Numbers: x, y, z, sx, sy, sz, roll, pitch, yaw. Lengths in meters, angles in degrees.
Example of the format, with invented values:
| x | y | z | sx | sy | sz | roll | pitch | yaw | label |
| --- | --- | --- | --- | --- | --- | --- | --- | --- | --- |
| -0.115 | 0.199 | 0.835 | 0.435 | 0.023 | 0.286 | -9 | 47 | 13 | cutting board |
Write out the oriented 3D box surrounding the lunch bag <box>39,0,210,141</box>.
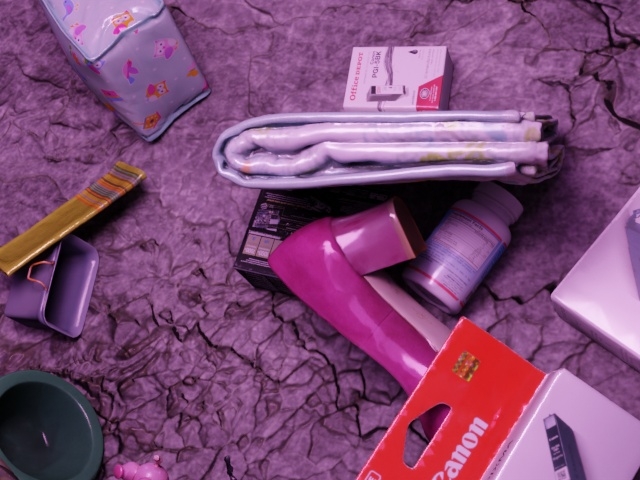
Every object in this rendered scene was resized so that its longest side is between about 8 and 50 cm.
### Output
| x | y | z | sx | sy | sz | roll | pitch | yaw | label |
| --- | --- | --- | --- | --- | --- | --- | --- | --- | --- |
| -0.304 | -0.307 | 1.571 | 0.160 | 0.223 | 0.262 | -40 | 60 | -8 | lunch bag |

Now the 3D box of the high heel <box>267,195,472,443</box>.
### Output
| x | y | z | sx | sy | sz | roll | pitch | yaw | label |
| --- | --- | --- | --- | --- | --- | --- | --- | --- | --- |
| 0.080 | 0.145 | 1.288 | 0.181 | 0.127 | 0.377 | -23 | 83 | 22 | high heel |

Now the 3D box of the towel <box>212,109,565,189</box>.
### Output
| x | y | z | sx | sy | sz | roll | pitch | yaw | label |
| --- | --- | --- | --- | --- | --- | --- | --- | --- | --- |
| 0.099 | -0.110 | 1.313 | 0.375 | 0.320 | 0.090 | 2 | 95 | 17 | towel |

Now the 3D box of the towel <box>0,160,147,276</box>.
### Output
| x | y | z | sx | sy | sz | roll | pitch | yaw | label |
| --- | --- | --- | --- | --- | --- | --- | --- | --- | --- |
| -0.354 | -0.034 | 1.519 | 0.237 | 0.021 | 0.102 | -38 | 24 | -19 | towel |

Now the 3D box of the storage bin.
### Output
| x | y | z | sx | sy | sz | roll | pitch | yaw | label |
| --- | --- | --- | --- | --- | --- | --- | --- | --- | --- |
| -0.384 | 0.062 | 1.516 | 0.091 | 0.098 | 0.135 | -3 | 66 | 28 | storage bin |

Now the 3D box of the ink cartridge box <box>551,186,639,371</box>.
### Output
| x | y | z | sx | sy | sz | roll | pitch | yaw | label |
| --- | --- | --- | --- | --- | --- | --- | --- | --- | --- |
| 0.464 | 0.036 | 1.265 | 0.261 | 0.066 | 0.296 | 37 | 83 | 28 | ink cartridge box |

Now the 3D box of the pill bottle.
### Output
| x | y | z | sx | sy | sz | roll | pitch | yaw | label |
| --- | --- | --- | --- | --- | --- | --- | --- | --- | --- |
| 0.180 | 0.006 | 1.356 | 0.087 | 0.087 | 0.160 | 33 | 80 | 27 | pill bottle |

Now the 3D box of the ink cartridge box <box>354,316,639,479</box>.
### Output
| x | y | z | sx | sy | sz | roll | pitch | yaw | label |
| --- | --- | --- | --- | --- | --- | --- | --- | --- | --- |
| 0.185 | 0.251 | 1.155 | 0.239 | 0.060 | 0.275 | 35 | 78 | 1 | ink cartridge box |

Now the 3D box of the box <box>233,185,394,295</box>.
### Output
| x | y | z | sx | sy | sz | roll | pitch | yaw | label |
| --- | --- | --- | --- | --- | --- | --- | --- | --- | --- |
| 0.000 | 0.000 | 1.421 | 0.180 | 0.077 | 0.147 | 11 | 72 | 22 | box |

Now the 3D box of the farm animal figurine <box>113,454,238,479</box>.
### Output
| x | y | z | sx | sy | sz | roll | pitch | yaw | label |
| --- | --- | --- | --- | --- | --- | --- | --- | --- | --- |
| -0.185 | 0.414 | 1.238 | 0.330 | 0.172 | 0.326 | -13 | 69 | 45 | farm animal figurine |

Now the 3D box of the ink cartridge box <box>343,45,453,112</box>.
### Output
| x | y | z | sx | sy | sz | roll | pitch | yaw | label |
| --- | --- | --- | --- | --- | --- | --- | --- | --- | --- |
| 0.107 | -0.211 | 1.491 | 0.135 | 0.056 | 0.099 | 2 | 69 | 18 | ink cartridge box |

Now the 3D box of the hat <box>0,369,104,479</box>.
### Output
| x | y | z | sx | sy | sz | roll | pitch | yaw | label |
| --- | --- | --- | --- | --- | --- | --- | --- | --- | --- |
| -0.408 | 0.284 | 1.448 | 0.183 | 0.173 | 0.208 | -45 | 46 | 35 | hat |

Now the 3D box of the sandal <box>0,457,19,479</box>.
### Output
| x | y | z | sx | sy | sz | roll | pitch | yaw | label |
| --- | --- | --- | --- | --- | --- | --- | --- | --- | --- |
| -0.411 | 0.328 | 1.301 | 0.120 | 0.302 | 0.086 | 43 | 51 | 13 | sandal |
